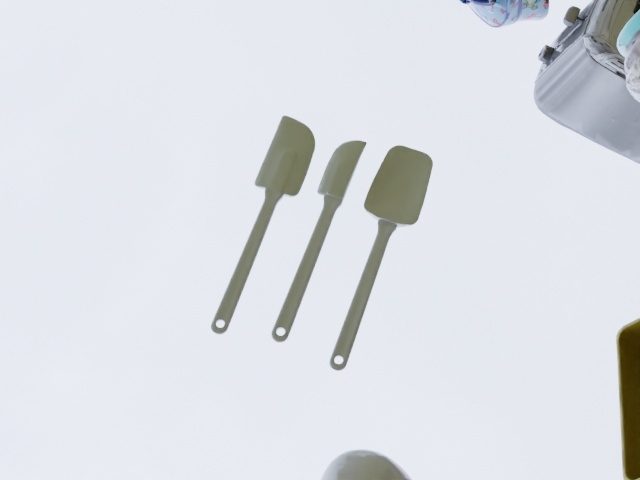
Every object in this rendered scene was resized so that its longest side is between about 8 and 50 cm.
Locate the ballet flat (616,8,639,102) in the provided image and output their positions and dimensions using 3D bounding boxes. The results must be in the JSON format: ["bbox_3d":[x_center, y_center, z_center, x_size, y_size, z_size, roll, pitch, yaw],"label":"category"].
[{"bbox_3d":[0.323,-0.128,0.858,0.182,0.164,0.483,51,-153,2],"label":"ballet flat"}]

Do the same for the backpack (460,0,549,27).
[{"bbox_3d":[0.199,-0.328,1.558,0.117,0.173,0.158,-30,-128,-14],"label":"backpack"}]

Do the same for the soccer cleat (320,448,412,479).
[{"bbox_3d":[0.052,0.347,1.118,0.116,0.143,0.331,-8,-91,14],"label":"soccer cleat"}]

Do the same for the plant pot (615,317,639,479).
[{"bbox_3d":[0.483,0.185,1.505,0.187,0.212,0.212,29,-132,-27],"label":"plant pot"}]

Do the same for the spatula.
[{"bbox_3d":[0.000,0.000,1.289,0.168,0.019,0.242,18,-111,8],"label":"spatula"}]

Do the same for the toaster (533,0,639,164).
[{"bbox_3d":[0.350,-0.172,1.411,0.227,0.146,0.129,28,-117,0],"label":"toaster"}]
